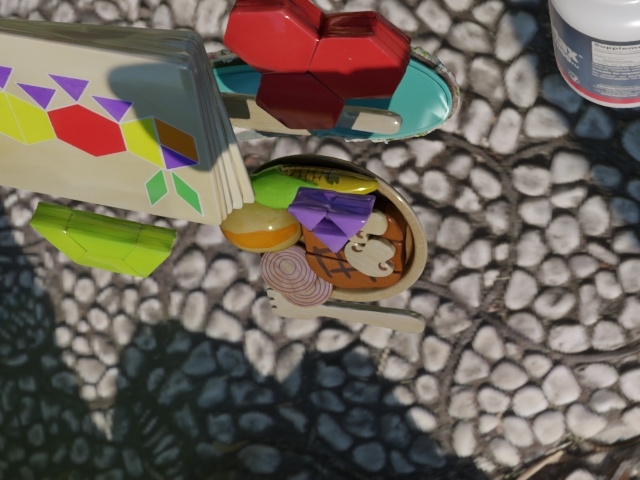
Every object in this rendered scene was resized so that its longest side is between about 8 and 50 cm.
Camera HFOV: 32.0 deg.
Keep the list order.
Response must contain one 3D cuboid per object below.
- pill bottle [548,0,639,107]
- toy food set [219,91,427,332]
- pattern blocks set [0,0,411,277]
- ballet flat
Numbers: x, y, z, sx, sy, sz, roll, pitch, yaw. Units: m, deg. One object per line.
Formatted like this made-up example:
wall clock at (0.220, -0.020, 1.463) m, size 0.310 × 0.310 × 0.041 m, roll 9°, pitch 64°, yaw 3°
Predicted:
pill bottle at (0.211, -0.174, 0.772) m, size 0.108 × 0.180 × 0.108 m, roll -4°, pitch 72°, yaw 14°
toy food set at (0.000, 0.000, 0.688) m, size 0.132 × 0.038 × 0.192 m, roll 7°, pitch 136°, yaw 20°
pattern blocks set at (-0.128, -0.065, 0.576) m, size 0.324 × 0.285 × 0.026 m, roll 15°, pitch 59°, yaw 2°
ballet flat at (-0.018, -0.118, 0.820) m, size 0.240 × 0.077 × 0.091 m, roll 1°, pitch 117°, yaw 9°
